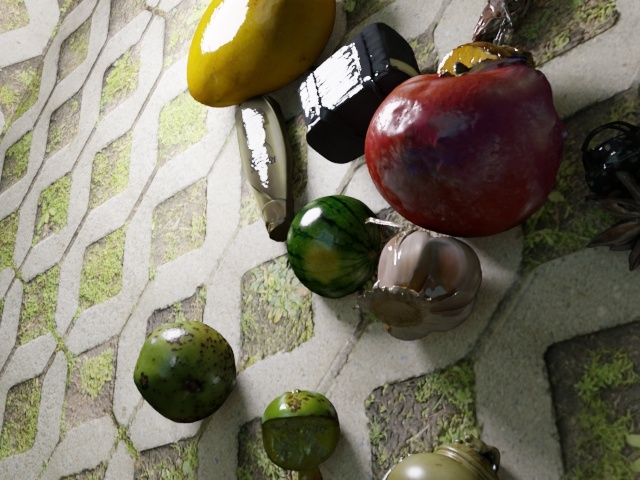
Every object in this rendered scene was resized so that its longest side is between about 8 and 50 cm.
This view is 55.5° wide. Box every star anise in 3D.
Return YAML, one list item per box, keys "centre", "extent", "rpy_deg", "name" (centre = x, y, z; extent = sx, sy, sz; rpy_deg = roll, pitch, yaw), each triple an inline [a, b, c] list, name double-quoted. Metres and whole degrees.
- centre: [0.471, -0.036, 0.836]
  extent: [0.195, 0.065, 0.182]
  rpy_deg: [37, 117, 25]
  name: "star anise"

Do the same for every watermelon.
- centre: [0.005, 0.001, 1.183]
  extent: [0.232, 0.127, 0.204]
  rpy_deg: [34, 100, 47]
  name: "watermelon"

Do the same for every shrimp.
- centre: [0.330, -0.404, 1.105]
  extent: [0.073, 0.075, 0.190]
  rpy_deg: [44, 98, 20]
  name: "shrimp"

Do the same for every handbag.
- centre: [0.084, -0.270, 1.183]
  extent: [0.254, 0.181, 0.182]
  rpy_deg: [-30, 50, 29]
  name: "handbag"
- centre: [0.426, -0.127, 0.874]
  extent: [0.115, 0.139, 0.072]
  rpy_deg: [-25, 47, 32]
  name: "handbag"

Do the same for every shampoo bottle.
- centre: [-0.116, -0.164, 1.370]
  extent: [0.125, 0.084, 0.350]
  rpy_deg: [-28, 59, 27]
  name: "shampoo bottle"

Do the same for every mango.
- centre: [-0.155, -0.474, 1.424]
  extent: [0.445, 0.232, 0.300]
  rpy_deg: [-30, 61, 37]
  name: "mango"

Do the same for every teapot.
- centre: [0.187, 0.369, 0.895]
  extent: [0.182, 0.173, 0.269]
  rpy_deg: [-41, 14, -24]
  name: "teapot"

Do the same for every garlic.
- centre: [0.125, 0.054, 0.998]
  extent: [0.256, 0.207, 0.207]
  rpy_deg: [41, 102, 24]
  name: "garlic"

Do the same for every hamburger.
- centre: [0.284, -0.247, 1.026]
  extent: [0.182, 0.118, 0.191]
  rpy_deg: [56, 137, 19]
  name: "hamburger"

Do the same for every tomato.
- centre: [0.203, -0.118, 0.948]
  extent: [0.334, 0.176, 0.290]
  rpy_deg: [5, 118, 45]
  name: "tomato"

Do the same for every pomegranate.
- centre: [-0.286, 0.269, 1.295]
  extent: [0.214, 0.214, 0.248]
  rpy_deg: [-67, 14, -1]
  name: "pomegranate"
- centre: [-0.034, 0.347, 1.096]
  extent: [0.122, 0.143, 0.169]
  rpy_deg: [-132, 27, -72]
  name: "pomegranate"
